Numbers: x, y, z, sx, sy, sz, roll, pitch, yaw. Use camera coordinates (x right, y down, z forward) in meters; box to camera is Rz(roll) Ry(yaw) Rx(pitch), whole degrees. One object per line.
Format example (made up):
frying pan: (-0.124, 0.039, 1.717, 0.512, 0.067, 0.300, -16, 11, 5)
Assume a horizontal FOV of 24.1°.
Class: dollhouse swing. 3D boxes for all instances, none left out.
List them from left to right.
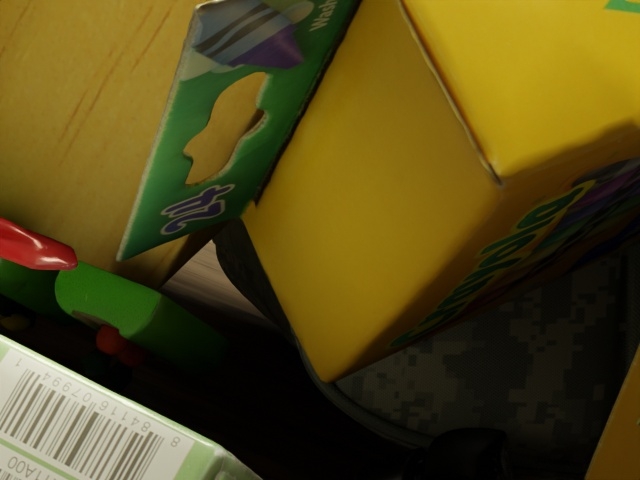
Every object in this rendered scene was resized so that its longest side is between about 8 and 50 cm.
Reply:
dollhouse swing: (-0.077, -0.203, 0.701, 0.305, 0.315, 0.347, 37, 42, 5)

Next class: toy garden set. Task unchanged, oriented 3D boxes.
toy garden set: (-0.179, 0.004, 0.602, 0.244, 0.049, 0.204, 19, -9, 15)

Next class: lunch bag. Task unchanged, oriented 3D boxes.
lunch bag: (0.084, 0.006, 0.793, 0.256, 0.212, 0.305, -1, 9, -13)

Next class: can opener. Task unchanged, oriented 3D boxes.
can opener: (0.049, 0.113, 0.582, 0.073, 0.059, 0.186, -23, -1, 7)

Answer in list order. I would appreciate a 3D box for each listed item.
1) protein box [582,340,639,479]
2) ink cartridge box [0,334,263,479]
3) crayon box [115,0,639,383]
protein box: (0.191, 0.088, 0.554, 0.136, 0.201, 0.200, 24, 11, 24)
ink cartridge box: (-0.085, 0.079, 0.517, 0.171, 0.056, 0.235, 23, -14, 18)
crayon box: (0.100, -0.050, 0.530, 0.323, 0.083, 0.203, -22, -14, -21)
